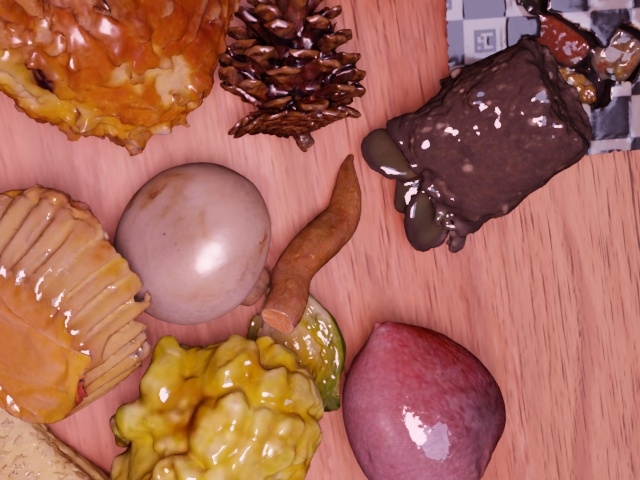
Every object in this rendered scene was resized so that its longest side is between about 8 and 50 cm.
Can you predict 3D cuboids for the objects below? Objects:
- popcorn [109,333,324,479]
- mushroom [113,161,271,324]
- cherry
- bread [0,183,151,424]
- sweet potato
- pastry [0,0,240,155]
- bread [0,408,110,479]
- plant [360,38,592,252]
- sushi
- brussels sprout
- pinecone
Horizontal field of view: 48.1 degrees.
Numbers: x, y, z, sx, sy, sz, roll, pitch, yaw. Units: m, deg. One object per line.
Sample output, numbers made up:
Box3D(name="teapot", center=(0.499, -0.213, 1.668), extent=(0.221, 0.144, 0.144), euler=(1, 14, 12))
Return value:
Box3D(name="popcorn", center=(-0.124, 0.237, 0.836), extent=(0.270, 0.224, 0.258), euler=(-17, 62, 20))
Box3D(name="mushroom", center=(-0.141, 0.015, 0.902), extent=(0.207, 0.207, 0.215), euler=(-55, 140, -5))
Box3D(name="cherry", center=(0.128, 0.232, 0.978), extent=(0.239, 0.206, 0.239), euler=(12, 51, -15))
Box3D(name="bread", center=(-0.326, 0.076, 0.815), extent=(0.274, 0.149, 0.274), euler=(8, 114, 17))
Box3D(name="sweet potato", center=(0.000, 0.000, 0.953), extent=(0.067, 0.059, 0.281), euler=(34, 53, -2))
Box3D(name="pastry", center=(-0.249, -0.307, 0.747), extent=(0.292, 0.337, 0.405), euler=(14, 94, 22))
Box3D(name="bread", center=(-0.359, 0.384, 0.921), extent=(0.248, 0.279, 0.315), euler=(-43, 62, -9))
Box3D(name="plant", center=(0.203, -0.127, 0.950), extent=(0.276, 0.188, 0.199), euler=(-32, 104, 29))
Box3D(name="sushi", center=(0.345, -0.303, 1.057), extent=(0.343, 0.064, 0.359), euler=(-6, 102, -5))
Box3D(name="brussels sprout", center=(-0.027, 0.143, 0.965), extent=(0.100, 0.139, 0.181), euler=(14, 65, -57))
Box3D(name="pinecone", center=(-0.041, -0.226, 0.903), extent=(0.185, 0.168, 0.213), euler=(-8, 73, -21))
